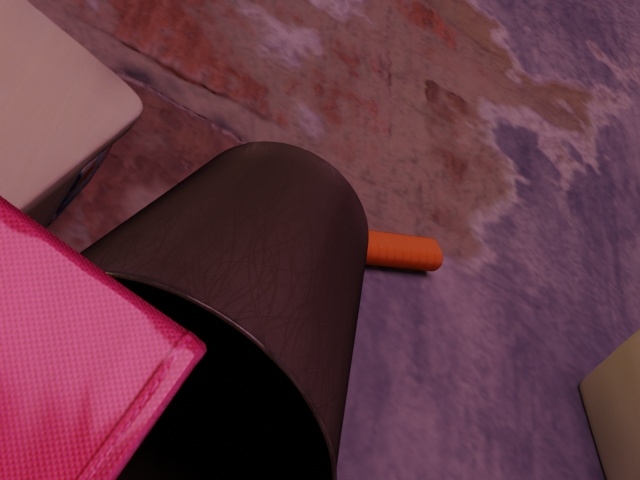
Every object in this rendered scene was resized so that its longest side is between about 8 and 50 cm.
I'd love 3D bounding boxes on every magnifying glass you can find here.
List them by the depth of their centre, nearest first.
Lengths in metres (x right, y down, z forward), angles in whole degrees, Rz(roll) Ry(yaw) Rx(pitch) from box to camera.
[{"bbox_3d":[0.000,0.000,1.013,0.231,0.026,0.092,8,45,-38],"label":"magnifying glass"}]

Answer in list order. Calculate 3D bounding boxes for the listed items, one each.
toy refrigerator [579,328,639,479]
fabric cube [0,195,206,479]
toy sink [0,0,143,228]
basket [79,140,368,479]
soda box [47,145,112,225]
[{"bbox_3d":[0.289,0.198,1.001,0.102,0.094,0.270,20,39,-25],"label":"toy refrigerator"},{"bbox_3d":[-0.231,0.080,0.436,0.258,0.254,0.259,37,66,-2],"label":"fabric cube"},{"bbox_3d":[-0.235,-0.034,0.740,0.152,0.131,0.234,40,39,-1],"label":"toy sink"},{"bbox_3d":[-0.057,0.042,0.811,0.204,0.154,0.227,37,31,-7],"label":"basket"},{"bbox_3d":[-0.228,-0.091,0.872,0.183,0.058,0.063,36,35,-4],"label":"soda box"}]
